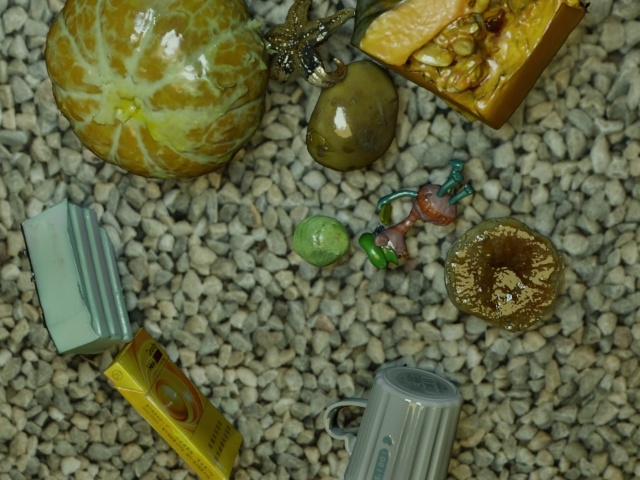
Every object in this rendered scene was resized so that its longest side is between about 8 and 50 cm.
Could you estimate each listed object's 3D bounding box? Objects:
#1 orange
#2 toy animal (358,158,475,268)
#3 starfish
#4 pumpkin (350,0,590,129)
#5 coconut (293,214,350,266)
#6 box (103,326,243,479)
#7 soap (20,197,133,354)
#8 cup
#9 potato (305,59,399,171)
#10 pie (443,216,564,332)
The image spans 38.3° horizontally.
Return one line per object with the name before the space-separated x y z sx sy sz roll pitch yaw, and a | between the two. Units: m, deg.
orange | -0.230 -0.246 1.330 0.329 0.249 0.329 12 122 20
toy animal | 0.148 -0.047 1.453 0.208 0.100 0.103 -42 77 23
starfish | -0.030 -0.300 1.369 0.190 0.074 0.146 11 88 38
pumpkin | 0.196 -0.307 1.280 0.303 0.256 0.225 31 102 -11
coconut | 0.000 0.000 1.478 0.088 0.096 0.087 3 84 -26
box | -0.241 0.280 1.542 0.043 0.152 0.269 -39 99 13
soap | -0.394 0.061 1.489 0.091 0.145 0.230 -19 77 14
cup | 0.116 0.320 1.519 0.221 0.167 0.202 13 104 -1
potato | 0.051 -0.185 1.398 0.137 0.137 0.175 20 109 -1
pie | 0.298 0.051 1.487 0.195 0.046 0.195 1 105 4
